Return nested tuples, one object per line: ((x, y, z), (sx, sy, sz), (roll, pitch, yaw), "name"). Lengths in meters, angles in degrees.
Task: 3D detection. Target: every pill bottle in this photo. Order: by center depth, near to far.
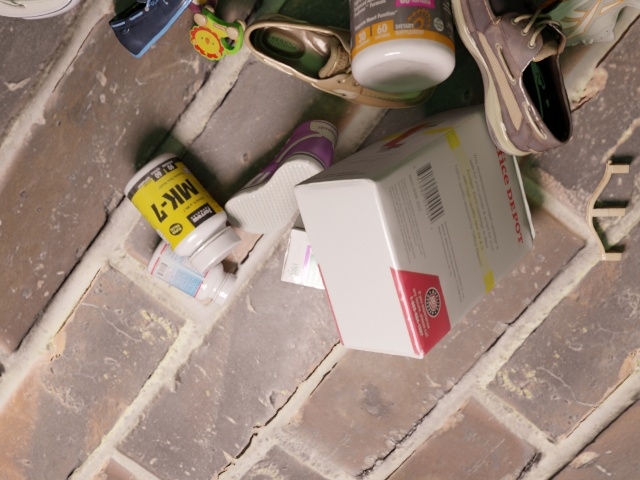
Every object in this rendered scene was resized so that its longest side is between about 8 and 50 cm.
((0.123, -0.386, 1.113), (0.162, 0.162, 0.278), (-3, 79, 6), "pill bottle")
((-0.248, -0.047, 1.300), (0.119, 0.119, 0.208), (-42, 89, 15), "pill bottle")
((-0.245, 0.060, 1.368), (0.160, 0.087, 0.087), (30, 107, -5), "pill bottle")

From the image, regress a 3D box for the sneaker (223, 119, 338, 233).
((-0.063, -0.118, 1.296), (0.102, 0.161, 0.282), (39, 139, -22), "sneaker")

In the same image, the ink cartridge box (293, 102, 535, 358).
((0.169, -0.031, 1.147), (0.161, 0.385, 0.279), (-2, 112, 44), "ink cartridge box")

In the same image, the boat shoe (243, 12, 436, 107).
((0.034, -0.300, 1.219), (0.341, 0.110, 0.121), (14, 108, 0), "boat shoe")

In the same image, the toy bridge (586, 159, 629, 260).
((0.522, -0.054, 1.300), (0.063, 0.026, 0.188), (-1, 107, 6), "toy bridge")

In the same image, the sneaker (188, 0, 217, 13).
((-0.232, -0.471, 1.201), (0.070, 0.084, 0.185), (-19, 105, 10), "sneaker")

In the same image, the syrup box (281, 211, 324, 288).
((0.000, 0.000, 1.250), (0.096, 0.237, 0.093), (12, 107, 1), "syrup box")

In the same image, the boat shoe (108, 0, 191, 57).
((-0.272, -0.396, 1.174), (0.089, 0.109, 0.258), (41, 129, -22), "boat shoe")

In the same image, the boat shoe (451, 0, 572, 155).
((0.308, -0.297, 1.075), (0.132, 0.130, 0.355), (-36, 116, -26), "boat shoe")

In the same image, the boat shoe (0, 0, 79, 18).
((-0.599, -0.456, 1.198), (0.367, 0.156, 0.135), (12, 108, 2), "boat shoe")

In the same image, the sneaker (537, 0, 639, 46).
((0.422, -0.354, 1.180), (0.262, 0.099, 0.121), (-38, 105, 16), "sneaker")

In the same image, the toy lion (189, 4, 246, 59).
((-0.182, -0.353, 1.240), (0.100, 0.034, 0.096), (25, 143, 9), "toy lion")
